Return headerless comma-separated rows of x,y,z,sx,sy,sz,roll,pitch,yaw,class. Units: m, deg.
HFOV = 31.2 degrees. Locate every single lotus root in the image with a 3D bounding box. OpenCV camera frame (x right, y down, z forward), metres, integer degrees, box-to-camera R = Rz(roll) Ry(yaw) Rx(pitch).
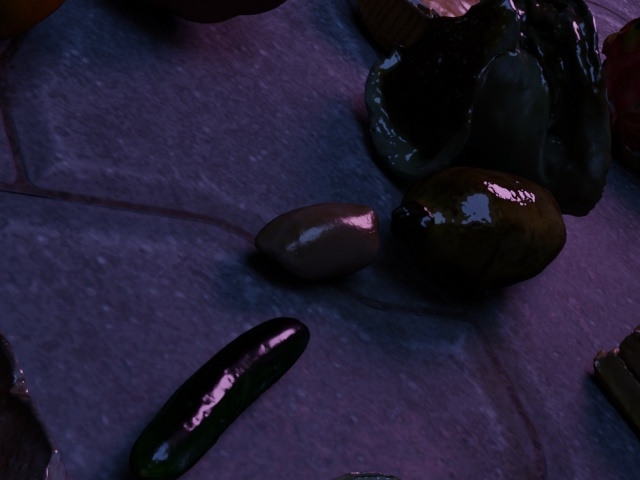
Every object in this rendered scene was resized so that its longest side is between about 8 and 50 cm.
0.167,-0.015,1.248,0.260,0.128,0.145,3,32,-48,lotus root

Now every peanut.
0.000,0.000,1.125,0.152,0.076,0.076,-10,55,-41,peanut

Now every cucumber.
-0.076,0.119,0.927,0.056,0.056,0.284,41,29,6,cucumber

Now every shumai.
0.192,-0.178,1.445,0.288,0.292,0.330,-12,32,-1,shumai

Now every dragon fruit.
0.554,-0.218,1.762,0.237,0.231,0.303,1,51,-49,dragon fruit

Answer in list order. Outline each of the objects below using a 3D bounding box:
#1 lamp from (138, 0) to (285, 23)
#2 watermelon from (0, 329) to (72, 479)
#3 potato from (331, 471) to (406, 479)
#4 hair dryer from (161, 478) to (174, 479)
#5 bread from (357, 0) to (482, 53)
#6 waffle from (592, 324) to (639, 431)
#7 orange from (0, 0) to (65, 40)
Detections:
-0.127,-0.390,1.337,0.305,0.239,0.305,0,72,-1,lamp
-0.198,0.234,0.561,0.222,0.319,0.292,-18,15,-21,watermelon
0.054,0.268,0.842,0.164,0.081,0.200,5,41,-27,potato
-0.081,0.194,0.674,0.091,0.272,0.235,-25,50,-12,hair dryer
0.142,-0.327,1.632,0.199,0.104,0.199,25,39,-22,bread
0.469,0.180,1.323,0.308,0.091,0.213,-3,50,-46,waffle
-0.339,-0.282,1.068,0.240,0.171,0.240,22,40,-20,orange
